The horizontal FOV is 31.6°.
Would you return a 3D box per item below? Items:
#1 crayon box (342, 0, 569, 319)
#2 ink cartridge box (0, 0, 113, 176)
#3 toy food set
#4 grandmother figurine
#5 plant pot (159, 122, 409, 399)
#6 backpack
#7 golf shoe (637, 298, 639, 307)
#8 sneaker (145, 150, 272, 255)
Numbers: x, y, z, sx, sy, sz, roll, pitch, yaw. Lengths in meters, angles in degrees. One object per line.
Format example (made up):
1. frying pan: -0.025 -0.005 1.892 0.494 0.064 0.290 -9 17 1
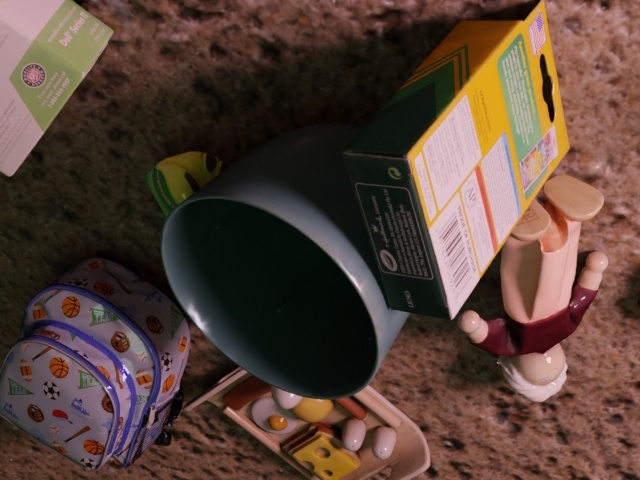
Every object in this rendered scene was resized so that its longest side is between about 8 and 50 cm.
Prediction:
1. crayon box: 0.158 -0.096 1.216 0.083 0.323 0.203 8 131 35
2. ink cartridge box: -0.453 -0.262 1.334 0.353 0.119 0.207 35 127 -15
3. toy food set: -0.020 0.283 1.665 0.306 0.092 0.220 42 124 -18
4. grandmother figurine: 0.269 0.081 1.413 0.208 0.104 0.342 -14 135 -3
5. plant pot: 0.000 0.000 1.325 0.293 0.235 0.293 24 140 22
6. backpack: -0.315 0.165 1.574 0.276 0.213 0.263 27 116 4
7. golf shoe: 0.461 0.042 1.383 0.086 0.067 0.186 22 129 -2
8. sneaker: -0.123 -0.005 1.481 0.123 0.109 0.295 8 140 45
